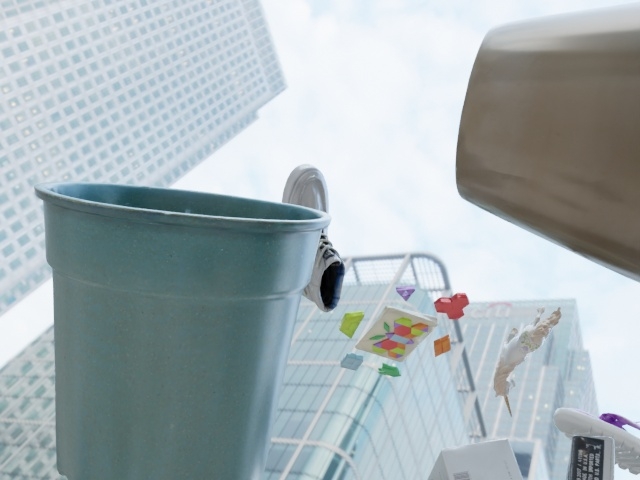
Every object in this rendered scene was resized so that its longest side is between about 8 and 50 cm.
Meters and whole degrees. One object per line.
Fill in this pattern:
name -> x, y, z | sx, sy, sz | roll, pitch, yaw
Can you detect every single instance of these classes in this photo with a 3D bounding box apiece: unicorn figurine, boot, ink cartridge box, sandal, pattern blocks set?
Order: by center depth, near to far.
ink cartridge box -> 0.248, 0.326, 0.661 | 0.045, 0.206, 0.208 | 3, -42, 21
unicorn figurine -> 0.303, 0.168, 1.049 | 0.060, 0.111, 0.162 | 26, -46, 19
boot -> 0.000, 0.000, 1.228 | 0.123, 0.095, 0.258 | 38, -42, 47
sandal -> 0.720, 0.458, 1.561 | 0.416, 0.102, 0.169 | 26, -27, 1
pattern blocks set -> 0.184, 0.223, 1.646 | 0.285, 0.026, 0.325 | 8, -47, -9

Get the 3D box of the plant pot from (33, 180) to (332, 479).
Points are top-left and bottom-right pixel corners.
plant pot -> -0.173, 0.114, 0.840 | 0.341, 0.341, 0.334 | 9, -82, 20

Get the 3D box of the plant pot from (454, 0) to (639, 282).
plant pot -> 0.299, -0.111, 0.707 | 0.280, 0.323, 0.323 | 14, -56, 21

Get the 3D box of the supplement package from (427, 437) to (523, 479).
supplement package -> 0.289, 0.499, 1.326 | 0.133, 0.139, 0.244 | -6, -39, -9
